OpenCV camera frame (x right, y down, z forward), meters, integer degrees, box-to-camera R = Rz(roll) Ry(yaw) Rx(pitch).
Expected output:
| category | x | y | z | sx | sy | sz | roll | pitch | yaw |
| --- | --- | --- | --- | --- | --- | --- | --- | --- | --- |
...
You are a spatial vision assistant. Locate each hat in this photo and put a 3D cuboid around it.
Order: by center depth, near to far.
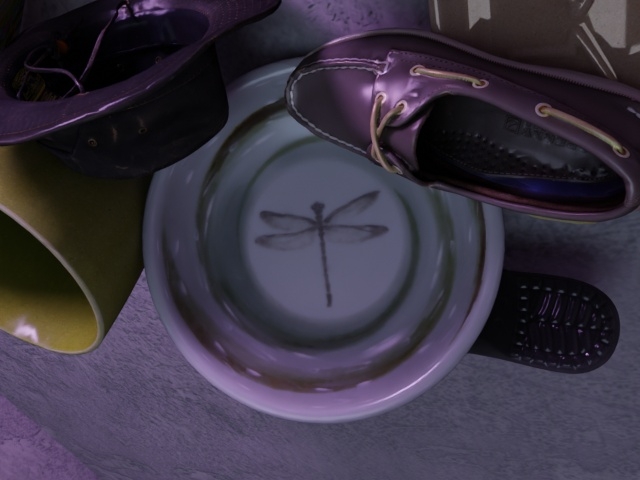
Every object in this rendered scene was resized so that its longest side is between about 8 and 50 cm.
| category | x | y | z | sx | sy | sz | roll | pitch | yaw |
| --- | --- | --- | --- | --- | --- | --- | --- | --- | --- |
| hat | -0.183 | -0.143 | 0.540 | 0.331 | 0.331 | 0.134 | 3 | 134 | 25 |

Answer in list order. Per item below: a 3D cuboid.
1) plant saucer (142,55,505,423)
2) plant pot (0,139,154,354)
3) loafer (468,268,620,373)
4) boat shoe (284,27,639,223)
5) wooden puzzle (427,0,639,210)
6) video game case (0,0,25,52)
| category | x | y | z | sx | sy | sz | roll | pitch | yaw |
| --- | --- | --- | --- | --- | --- | --- | --- | --- | --- |
| plant saucer | 0.000 | 0.000 | 0.639 | 0.400 | 0.100 | 0.401 | 0 | 91 | 10 |
| plant pot | -0.303 | -0.058 | 0.697 | 0.274 | 0.294 | 0.275 | 15 | 136 | 15 |
| loafer | 0.172 | 0.086 | 0.701 | 0.365 | 0.134 | 0.130 | 16 | 175 | 30 |
| boat shoe | 0.099 | -0.096 | 0.455 | 0.324 | 0.097 | 0.117 | 20 | 131 | 24 |
| wooden puzzle | 0.259 | -0.174 | 0.408 | 0.347 | 0.080 | 0.322 | 7 | 125 | 33 |
| video game case | -0.401 | -0.217 | 0.653 | 0.026 | 0.227 | 0.206 | 21 | 142 | -24 |
